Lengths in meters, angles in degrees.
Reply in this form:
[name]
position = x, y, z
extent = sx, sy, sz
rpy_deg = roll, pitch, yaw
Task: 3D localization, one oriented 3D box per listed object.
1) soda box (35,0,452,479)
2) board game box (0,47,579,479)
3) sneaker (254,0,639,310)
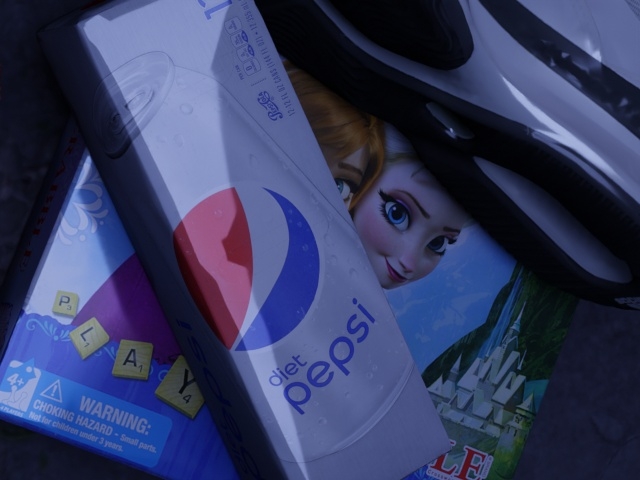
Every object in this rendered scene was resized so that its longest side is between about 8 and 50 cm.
[soda box]
position = -0.040, 0.000, 0.998
extent = 0.091, 0.098, 0.286
rpy_deg = -28, 103, -18
[board game box]
position = 0.000, 0.000, 1.104
extent = 0.319, 0.066, 0.318
rpy_deg = 23, 84, -22
[sneaker]
position = 0.096, -0.190, 1.038
extent = 0.447, 0.169, 0.257
rpy_deg = 44, 65, -26
